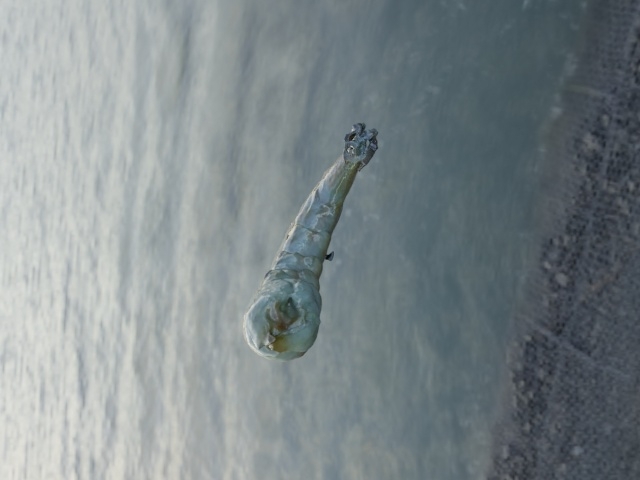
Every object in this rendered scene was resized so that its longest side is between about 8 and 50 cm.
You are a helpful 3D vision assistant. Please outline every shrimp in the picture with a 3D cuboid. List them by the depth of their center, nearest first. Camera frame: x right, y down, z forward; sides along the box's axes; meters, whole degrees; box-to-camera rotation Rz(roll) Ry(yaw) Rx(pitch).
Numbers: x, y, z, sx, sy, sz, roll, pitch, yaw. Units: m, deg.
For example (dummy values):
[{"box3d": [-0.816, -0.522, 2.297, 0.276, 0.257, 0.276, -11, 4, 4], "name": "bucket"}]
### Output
[{"box3d": [0.000, 0.000, 0.581, 0.166, 0.049, 0.161, -61, 6, 11], "name": "shrimp"}]
